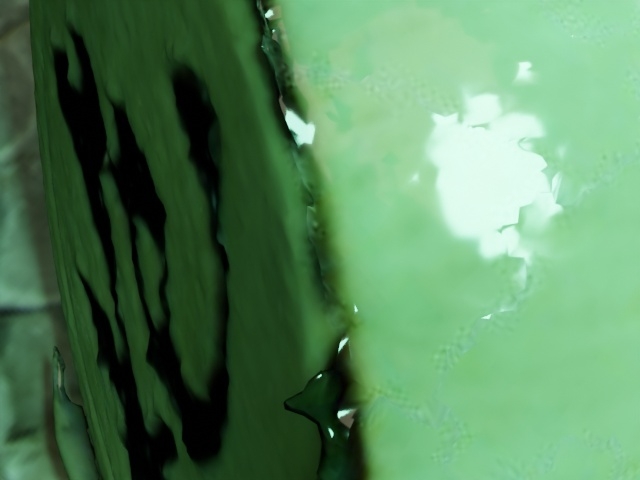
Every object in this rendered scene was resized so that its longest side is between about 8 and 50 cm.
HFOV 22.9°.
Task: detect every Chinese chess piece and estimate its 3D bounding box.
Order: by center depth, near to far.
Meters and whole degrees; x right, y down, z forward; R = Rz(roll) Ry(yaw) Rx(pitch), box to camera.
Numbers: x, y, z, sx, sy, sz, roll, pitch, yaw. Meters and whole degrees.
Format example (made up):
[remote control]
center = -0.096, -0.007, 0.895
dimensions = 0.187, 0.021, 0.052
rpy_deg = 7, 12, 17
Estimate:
[Chinese chess piece]
center = 0.000, 0.000, 0.525
dimensions = 0.146, 0.349, 0.349
rpy_deg = -9, 67, -21
